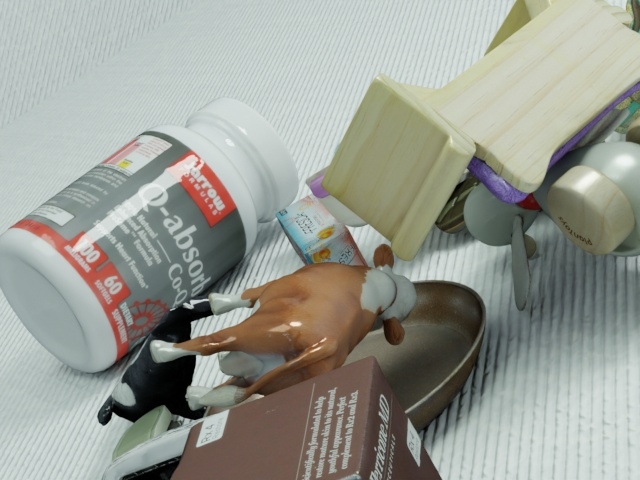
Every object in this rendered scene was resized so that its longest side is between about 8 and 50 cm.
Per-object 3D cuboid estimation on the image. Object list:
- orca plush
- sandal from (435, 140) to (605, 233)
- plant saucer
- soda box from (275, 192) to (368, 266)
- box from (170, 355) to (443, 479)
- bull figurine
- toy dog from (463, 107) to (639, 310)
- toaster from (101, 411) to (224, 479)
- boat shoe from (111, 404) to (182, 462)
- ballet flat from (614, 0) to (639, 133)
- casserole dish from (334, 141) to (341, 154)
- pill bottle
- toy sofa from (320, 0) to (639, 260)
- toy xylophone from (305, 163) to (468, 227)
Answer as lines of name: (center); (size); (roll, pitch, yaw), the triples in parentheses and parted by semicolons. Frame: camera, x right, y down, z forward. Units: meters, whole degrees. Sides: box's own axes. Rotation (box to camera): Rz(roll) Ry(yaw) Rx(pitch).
orca plush: (-0.143, 0.139, 1.754); (0.151, 0.102, 0.287); (-56, 2, -40)
sandal: (0.228, -0.056, 1.865); (0.219, 0.060, 0.090); (-30, 26, 24)
plant saucer: (0.029, 0.144, 1.647); (0.311, 0.050, 0.310); (-24, 22, 10)
soda box: (0.000, 0.000, 2.009); (0.063, 0.058, 0.183); (-29, 20, -3)
box: (0.005, 0.232, 1.245); (0.167, 0.203, 0.168); (-22, 22, 16)
bull figurine: (-0.024, 0.080, 1.543); (0.188, 0.101, 0.310); (-15, 3, 16)
toy dog: (0.273, -0.016, 1.643); (0.220, 0.161, 0.334); (-33, 6, -2)
toaster: (-0.090, 0.218, 1.437); (0.227, 0.129, 0.146); (-20, -13, 14)
boat shoe: (-0.177, 0.249, 1.621); (0.081, 0.068, 0.227); (-30, 17, 28)
ballet flat: (0.397, -0.229, 2.007); (0.123, 0.123, 0.348); (-16, 22, 29)
casserole dish: (0.108, -0.138, 2.235); (0.188, 0.037, 0.114); (-17, 23, 24)
pill bottle: (-0.212, -0.017, 2.096); (0.363, 0.210, 0.210); (-40, 24, -29)
toy sofa: (0.180, -0.121, 1.639); (0.362, 0.177, 0.150); (-40, -15, -45)
toy xylophone: (0.151, -0.113, 1.941); (0.236, 0.081, 0.323); (-27, 0, 42)
